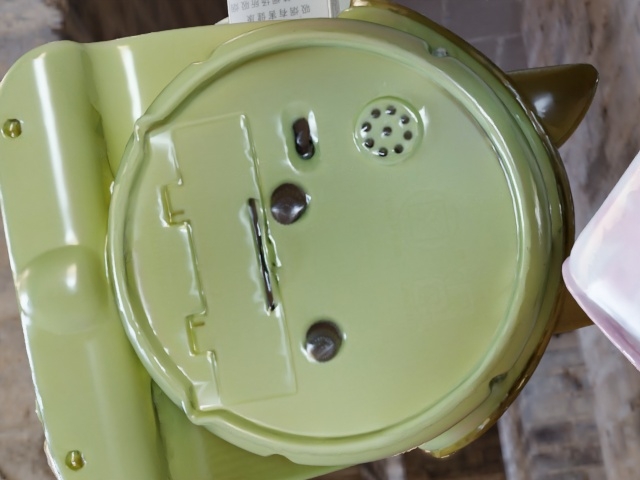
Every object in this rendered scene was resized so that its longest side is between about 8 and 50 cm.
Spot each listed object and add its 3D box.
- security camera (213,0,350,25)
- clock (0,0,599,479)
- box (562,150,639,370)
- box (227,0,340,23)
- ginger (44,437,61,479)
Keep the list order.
[{"bbox_3d":[-0.058,-0.179,1.267,0.236,0.194,0.195,-5,166,39],"label":"security camera"},{"bbox_3d":[0.000,0.000,0.630,0.349,0.286,0.117,-11,180,9],"label":"clock"},{"bbox_3d":[0.226,-0.079,0.234,0.112,0.190,0.369,-8,134,-47],"label":"box"},{"bbox_3d":[-0.023,-0.126,0.832,0.084,0.154,0.040,-7,175,14],"label":"box"},{"bbox_3d":[-0.251,0.162,1.229,0.075,0.288,0.089,31,131,-26],"label":"ginger"}]
